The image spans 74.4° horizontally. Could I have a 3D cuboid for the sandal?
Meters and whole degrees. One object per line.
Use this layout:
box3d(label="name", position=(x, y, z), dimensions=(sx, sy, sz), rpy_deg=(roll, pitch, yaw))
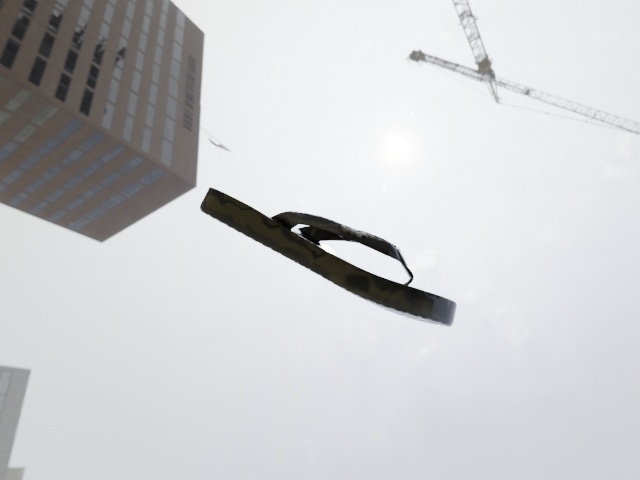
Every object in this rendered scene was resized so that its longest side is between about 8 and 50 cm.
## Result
box3d(label="sandal", position=(-0.001, 0.000, 0.365), dimensions=(0.254, 0.097, 0.055), rpy_deg=(27, -93, 22))
